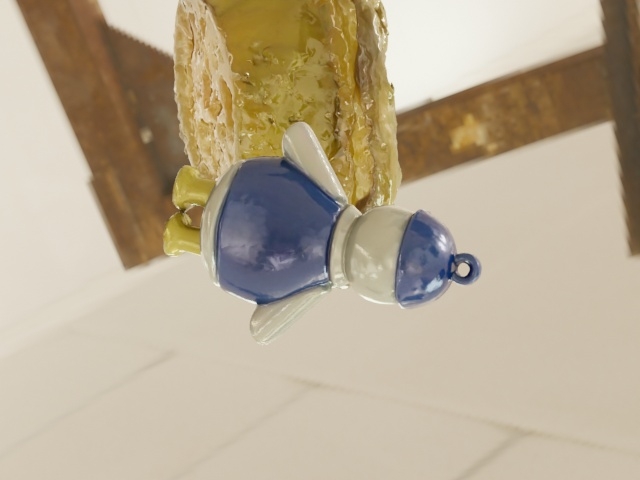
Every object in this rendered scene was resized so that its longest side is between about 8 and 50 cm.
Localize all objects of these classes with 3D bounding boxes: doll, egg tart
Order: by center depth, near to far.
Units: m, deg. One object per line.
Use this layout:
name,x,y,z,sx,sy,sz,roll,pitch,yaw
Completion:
doll,0.000,0.000,0.620,0.142,0.099,0.057,10,-176,18
egg tart,-0.030,-0.100,1.019,0.118,0.288,0.288,-10,-170,-21
